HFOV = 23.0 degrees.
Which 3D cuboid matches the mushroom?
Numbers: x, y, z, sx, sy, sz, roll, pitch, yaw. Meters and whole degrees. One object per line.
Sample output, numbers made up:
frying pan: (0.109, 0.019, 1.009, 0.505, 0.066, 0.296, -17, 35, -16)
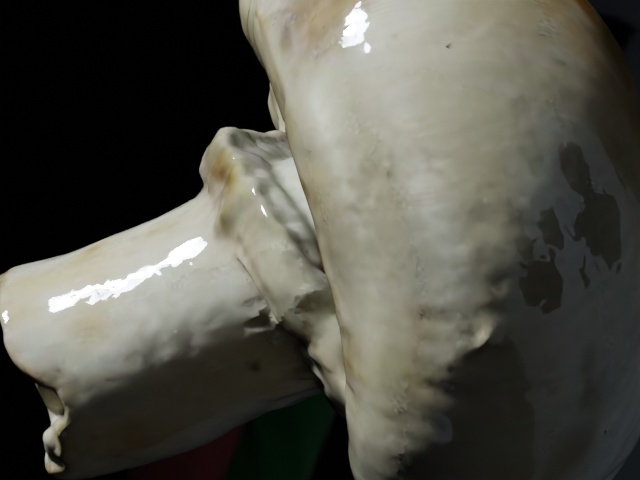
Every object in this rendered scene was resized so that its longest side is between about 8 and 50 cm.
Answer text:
mushroom: (0.000, 0.000, 0.690, 0.292, 0.290, 0.293, -14, -90, -89)
